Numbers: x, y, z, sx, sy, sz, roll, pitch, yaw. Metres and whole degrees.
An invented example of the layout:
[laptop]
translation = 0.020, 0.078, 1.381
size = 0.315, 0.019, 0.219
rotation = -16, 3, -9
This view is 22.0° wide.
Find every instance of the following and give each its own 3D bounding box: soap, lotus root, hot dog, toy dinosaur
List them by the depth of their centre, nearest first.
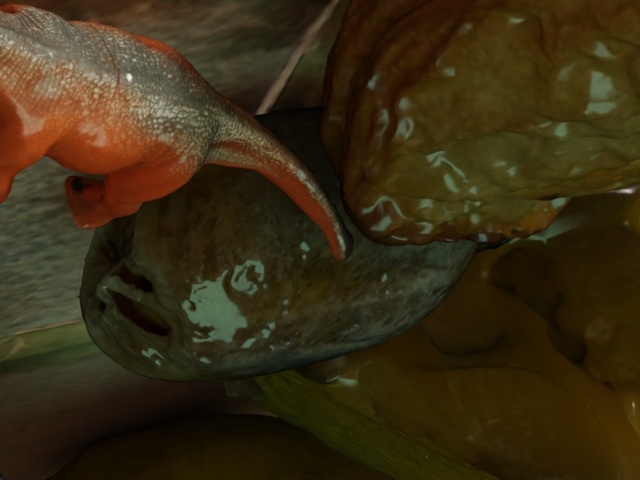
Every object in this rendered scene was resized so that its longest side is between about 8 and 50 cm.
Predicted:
[toy dinosaur]
translation = -0.088, -0.042, 0.464
size = 0.280, 0.055, 0.101
rotation = 11, 156, -42
[hot dog]
translation = 0.118, -0.080, 0.508
size = 0.175, 0.114, 0.259
rotation = -5, 169, -44
[lotus root]
translation = 0.000, 0.000, 0.638
size = 0.192, 0.088, 0.113
rotation = -9, 150, -34
[soap]
translation = 0.138, 0.148, 0.796
size = 0.304, 0.338, 0.169
rotation = -18, 159, -14

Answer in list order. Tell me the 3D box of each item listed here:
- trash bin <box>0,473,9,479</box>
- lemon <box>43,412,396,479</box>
[trash bin]
translation = -0.201, 0.158, 0.658
size = 0.209, 0.182, 0.290
rotation = 9, 156, 9
[lemon]
translation = -0.057, 0.227, 0.913
size = 0.322, 0.268, 0.268
rotation = -21, 161, -18
